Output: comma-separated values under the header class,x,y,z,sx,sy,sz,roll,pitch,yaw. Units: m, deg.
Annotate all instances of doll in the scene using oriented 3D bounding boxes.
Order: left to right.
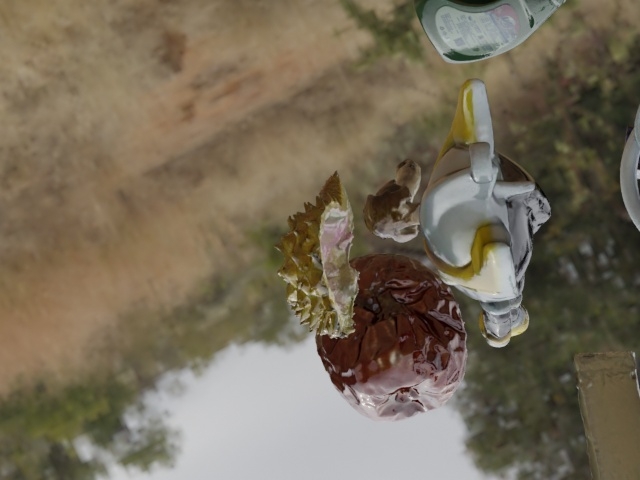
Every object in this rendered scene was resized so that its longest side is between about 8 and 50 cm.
class,x,y,z,sx,sy,sz,roll,pitch,yaw
doll,0.139,-0.008,1.248,0.103,0.145,0.316,15,162,18

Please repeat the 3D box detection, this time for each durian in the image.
class,x,y,z,sx,sy,sz,roll,pitch,yaw
durian,-0.008,0.007,1.688,0.078,0.140,0.224,-14,-138,20

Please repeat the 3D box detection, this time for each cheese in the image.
class,x,y,z,sx,sy,sz,roll,pitch,yaw
cheese,0.361,0.315,1.741,0.085,0.400,0.034,3,152,-15

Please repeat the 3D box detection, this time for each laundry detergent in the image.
class,x,y,z,sx,sy,sz,roll,pitch,yaw
laundry detergent,0.233,-0.314,1.981,0.211,0.137,0.063,-15,-151,37

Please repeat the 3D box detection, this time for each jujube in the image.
class,x,y,z,sx,sy,sz,roll,pitch,yaw
jujube,0.103,0.138,2.141,0.213,0.232,0.213,-10,144,-7

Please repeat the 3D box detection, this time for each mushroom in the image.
class,x,y,z,sx,sy,sz,roll,pitch,yaw
mushroom,0.083,-0.044,1.516,0.060,0.061,0.187,-36,-172,20

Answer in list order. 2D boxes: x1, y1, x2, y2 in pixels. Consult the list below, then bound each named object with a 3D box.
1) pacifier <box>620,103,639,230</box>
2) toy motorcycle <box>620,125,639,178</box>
class,x,y,z,sx,sy,sz,roll,pitch,yaw
pacifier,0.441,-0.088,1.710,0.238,0.287,0.226,-9,171,26
toy motorcycle,0.653,-0.164,2.308,0.359,0.212,0.125,7,175,15
